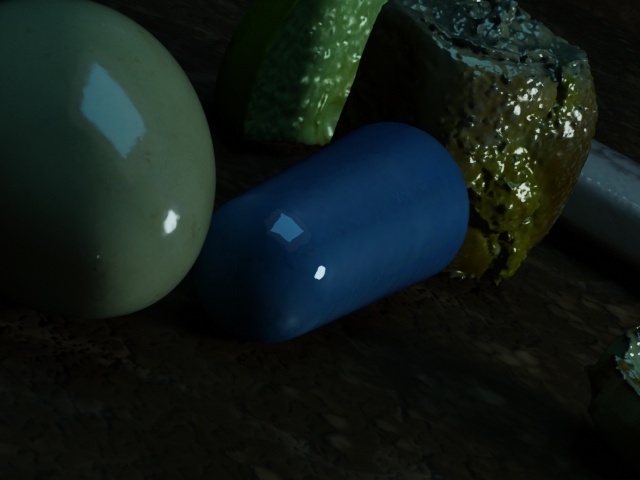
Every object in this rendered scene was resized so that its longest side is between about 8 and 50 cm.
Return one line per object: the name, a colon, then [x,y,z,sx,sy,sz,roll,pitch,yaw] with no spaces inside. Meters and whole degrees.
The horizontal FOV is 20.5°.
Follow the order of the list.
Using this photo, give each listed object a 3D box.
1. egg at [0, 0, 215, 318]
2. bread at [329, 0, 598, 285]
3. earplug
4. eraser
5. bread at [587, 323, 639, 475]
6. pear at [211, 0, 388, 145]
egg: [-0.162,-0.051,1.134,0.188,0.188,0.254,10,29,-34]
bread: [0.126,-0.087,1.475,0.195,0.246,0.176,-4,31,-47]
earplug: [0.000,0.000,1.290,0.132,0.132,0.273,29,23,17]
eraser: [0.329,-0.012,1.737,0.270,0.095,0.174,34,19,26]
bread: [0.290,0.156,1.262,0.232,0.088,0.128,36,31,16]
pear: [0.015,-0.213,1.693,0.139,0.239,0.288,37,22,35]
